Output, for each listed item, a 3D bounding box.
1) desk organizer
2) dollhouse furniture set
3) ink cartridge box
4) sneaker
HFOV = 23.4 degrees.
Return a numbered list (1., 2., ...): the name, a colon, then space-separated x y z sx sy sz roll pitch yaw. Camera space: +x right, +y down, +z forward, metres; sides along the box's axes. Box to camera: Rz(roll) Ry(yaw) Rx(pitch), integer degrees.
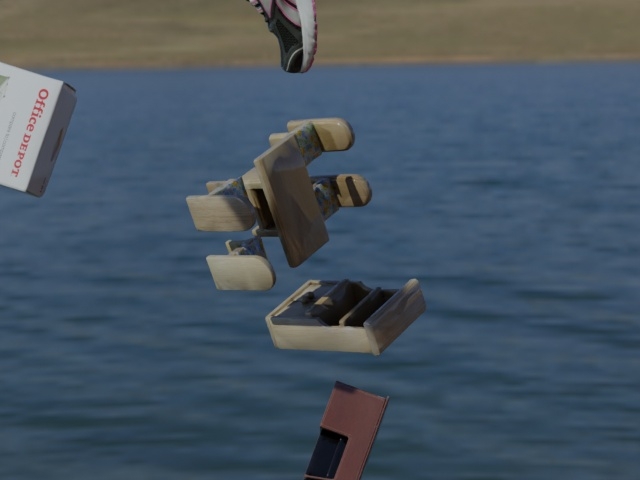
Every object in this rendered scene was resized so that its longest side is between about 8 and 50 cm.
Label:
1. desk organizer: 0.016 0.195 1.368 0.050 0.130 0.047 19 -15 6
2. dollhouse furniture set: 0.000 0.000 1.788 0.161 0.242 0.212 0 27 39
3. ink cartridge box: -0.255 -0.092 1.153 0.122 0.088 0.052 17 -4 3
4. sneaker: -0.047 -0.244 1.461 0.077 0.178 0.072 -7 29 -2
